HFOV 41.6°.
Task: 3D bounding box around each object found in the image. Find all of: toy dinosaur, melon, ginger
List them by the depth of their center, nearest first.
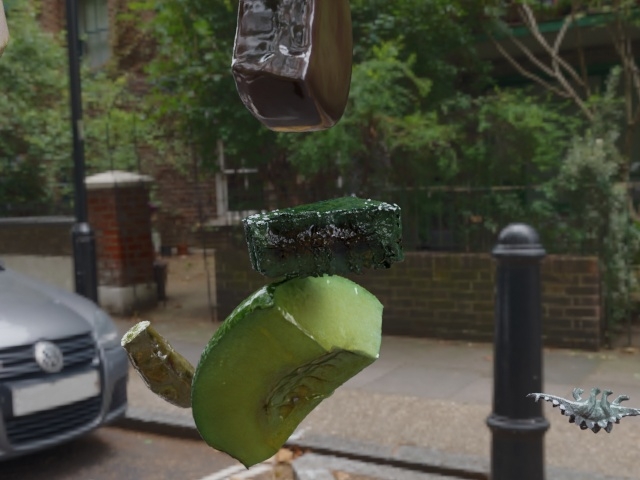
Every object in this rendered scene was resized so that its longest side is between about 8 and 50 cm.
[{"bbox_3d":[-0.075,0.224,1.418,0.343,0.226,0.331,-38,-17,26],"label":"melon"},{"bbox_3d":[0.484,0.308,1.552,0.209,0.082,0.039,8,-27,20],"label":"toy dinosaur"},{"bbox_3d":[-0.374,0.305,2.010,0.116,0.263,0.109,-47,31,-24],"label":"ginger"}]

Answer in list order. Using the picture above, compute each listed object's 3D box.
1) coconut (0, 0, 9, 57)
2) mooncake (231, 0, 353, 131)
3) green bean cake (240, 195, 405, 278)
[{"bbox_3d":[-0.541,-0.261,1.095,0.259,0.259,0.259,-2,4,0],"label":"coconut"},{"bbox_3d":[-0.056,-0.357,1.552,0.174,0.325,0.334,3,23,20],"label":"mooncake"},{"bbox_3d":[0.000,0.000,1.259,0.208,0.107,0.193,-8,11,-19],"label":"green bean cake"}]
